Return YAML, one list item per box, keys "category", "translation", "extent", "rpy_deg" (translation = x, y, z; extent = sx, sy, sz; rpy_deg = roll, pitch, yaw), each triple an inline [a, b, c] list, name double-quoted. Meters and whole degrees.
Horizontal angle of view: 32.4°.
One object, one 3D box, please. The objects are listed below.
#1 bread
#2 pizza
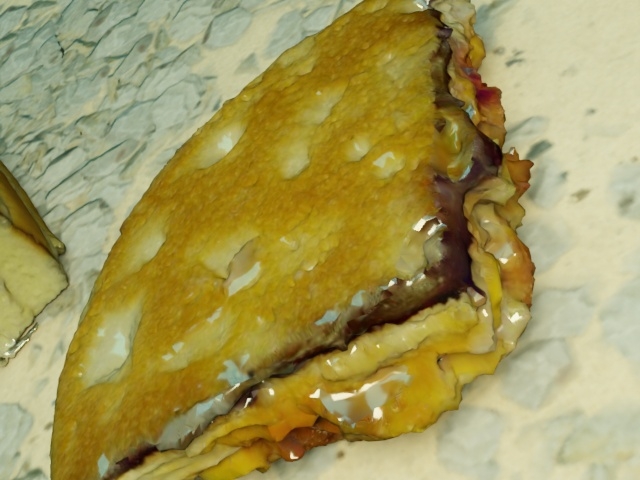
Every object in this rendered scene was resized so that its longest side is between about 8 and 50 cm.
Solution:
- category: "bread"
  translation: [-0.315, -0.049, 0.788]
  extent: [0.111, 0.239, 0.246]
  rpy_deg: [-48, 44, -2]
- category: "pizza"
  translation: [0.000, 0.000, 0.606]
  extent: [0.277, 0.114, 0.409]
  rpy_deg: [8, 61, 42]
